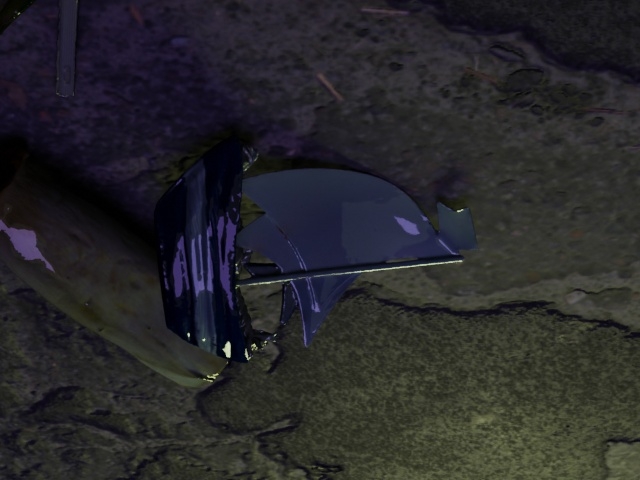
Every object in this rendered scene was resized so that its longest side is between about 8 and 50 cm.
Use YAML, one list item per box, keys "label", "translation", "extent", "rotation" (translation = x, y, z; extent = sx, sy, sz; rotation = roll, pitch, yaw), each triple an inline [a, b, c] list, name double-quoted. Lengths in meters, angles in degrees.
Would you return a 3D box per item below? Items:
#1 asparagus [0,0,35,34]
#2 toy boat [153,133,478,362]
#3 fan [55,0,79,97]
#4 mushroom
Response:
- label: "asparagus"
  translation: [-0.255, -0.166, 1.262]
  extent: [0.233, 0.022, 0.023]
  rotation: [-36, 153, 33]
- label: "toy boat"
  translation: [-0.016, 0.025, 1.430]
  extent: [0.292, 0.070, 0.210]
  rotation: [15, 115, -22]
- label: "fan"
  translation: [-0.208, -0.241, 1.199]
  extent: [0.223, 0.012, 0.294]
  rotation: [27, 132, -27]
- label: "mushroom"
  translation: [-0.192, 0.029, 1.435]
  extent: [0.312, 0.100, 0.081]
  rotation: [39, 165, -35]
